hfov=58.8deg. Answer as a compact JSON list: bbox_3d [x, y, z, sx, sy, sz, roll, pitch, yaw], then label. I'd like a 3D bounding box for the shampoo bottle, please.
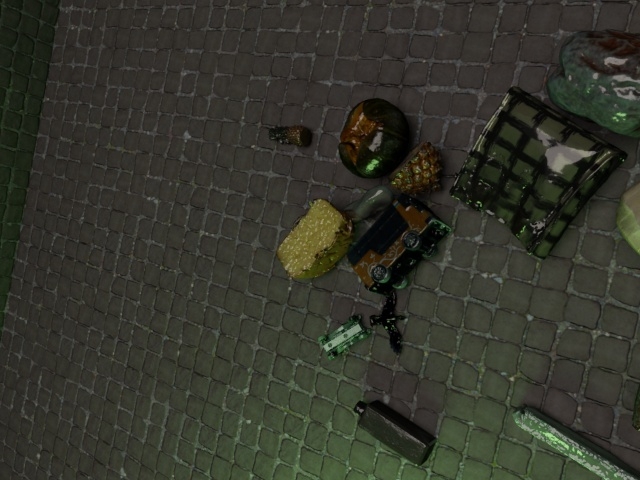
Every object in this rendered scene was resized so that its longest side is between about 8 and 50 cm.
[{"bbox_3d":[0.205,0.542,1.637,0.246,0.080,0.079,27,98,28],"label":"shampoo bottle"}]

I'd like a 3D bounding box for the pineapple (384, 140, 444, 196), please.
[{"bbox_3d":[0.289,-0.182,1.607,0.137,0.161,0.176,41,138,-5],"label":"pineapple"}]

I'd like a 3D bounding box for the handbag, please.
[{"bbox_3d":[0.537,-0.175,1.458,0.325,0.163,0.326,43,115,29],"label":"handbag"}]

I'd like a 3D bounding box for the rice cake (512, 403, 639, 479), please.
[{"bbox_3d":[0.634,0.514,1.401,0.336,0.066,0.062,32,103,28],"label":"rice cake"}]

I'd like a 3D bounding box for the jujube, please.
[{"bbox_3d":[0.695,-0.368,1.320,0.308,0.247,0.215,32,113,25],"label":"jujube"}]

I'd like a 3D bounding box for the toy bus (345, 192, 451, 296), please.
[{"bbox_3d":[0.219,0.010,1.622,0.275,0.139,0.167,-48,55,16],"label":"toy bus"}]

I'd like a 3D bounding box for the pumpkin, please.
[{"bbox_3d":[0.160,-0.296,1.669,0.238,0.159,0.237,-15,71,49],"label":"pumpkin"}]

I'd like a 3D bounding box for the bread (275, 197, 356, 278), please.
[{"bbox_3d":[-0.001,0.005,1.760,0.160,0.147,0.260,46,109,33],"label":"bread"}]

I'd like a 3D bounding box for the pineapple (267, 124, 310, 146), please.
[{"bbox_3d":[-0.108,-0.352,1.888,0.160,0.074,0.074,14,93,38],"label":"pineapple"}]

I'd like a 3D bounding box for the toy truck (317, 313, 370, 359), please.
[{"bbox_3d":[0.075,0.297,1.740,0.154,0.078,0.080,-34,70,6],"label":"toy truck"}]

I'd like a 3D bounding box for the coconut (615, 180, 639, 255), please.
[{"bbox_3d":[0.808,-0.058,1.246,0.266,0.237,0.237,-37,70,21],"label":"coconut"}]

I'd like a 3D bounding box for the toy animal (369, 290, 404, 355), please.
[{"bbox_3d":[0.196,0.233,1.683,0.108,0.062,0.220,-11,80,11],"label":"toy animal"}]

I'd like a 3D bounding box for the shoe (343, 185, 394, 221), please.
[{"bbox_3d":[0.137,-0.092,1.691,0.195,0.079,0.078,-25,35,47],"label":"shoe"}]

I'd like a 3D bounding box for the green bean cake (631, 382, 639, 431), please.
[{"bbox_3d":[0.789,0.372,1.228,0.199,0.233,0.097,14,97,34],"label":"green bean cake"}]
